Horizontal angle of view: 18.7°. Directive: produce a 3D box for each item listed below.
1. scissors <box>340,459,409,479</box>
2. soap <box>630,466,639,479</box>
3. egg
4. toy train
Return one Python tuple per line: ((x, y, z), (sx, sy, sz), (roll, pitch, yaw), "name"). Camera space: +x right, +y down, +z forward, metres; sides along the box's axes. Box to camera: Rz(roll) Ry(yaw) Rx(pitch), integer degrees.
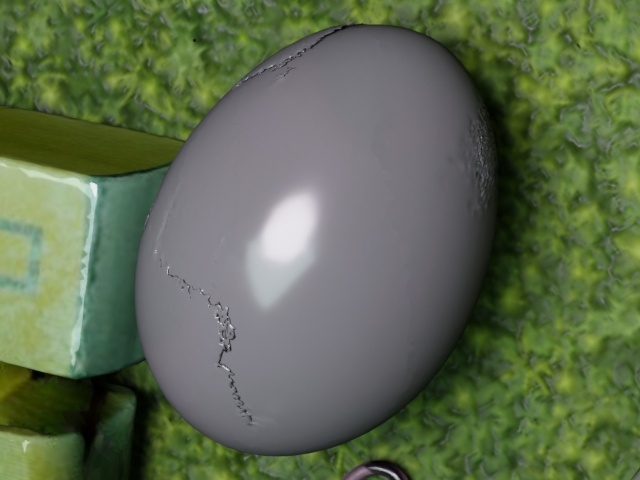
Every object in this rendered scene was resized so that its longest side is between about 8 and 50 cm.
((0.015, 0.192, 0.933), (0.085, 0.022, 0.176), (31, 108, 13), "scissors")
((0.238, 0.097, 0.721), (0.199, 0.182, 0.138), (37, 110, 16), "soap")
((0.000, 0.000, 0.840), (0.146, 0.146, 0.199), (27, 99, 20), "egg")
((-0.200, 0.096, 0.954), (0.253, 0.160, 0.397), (13, 103, 17), "toy train")
